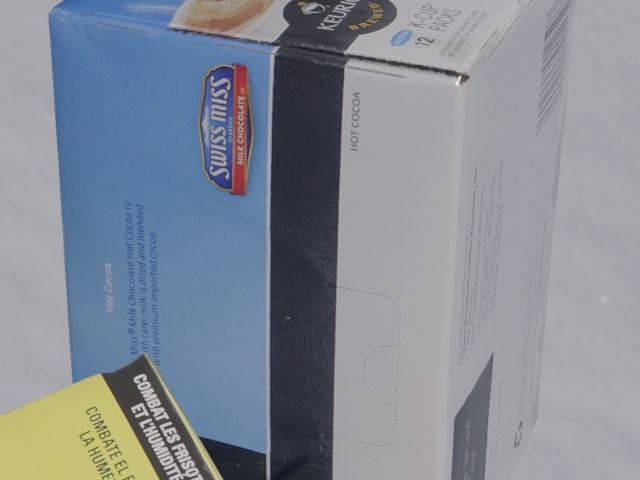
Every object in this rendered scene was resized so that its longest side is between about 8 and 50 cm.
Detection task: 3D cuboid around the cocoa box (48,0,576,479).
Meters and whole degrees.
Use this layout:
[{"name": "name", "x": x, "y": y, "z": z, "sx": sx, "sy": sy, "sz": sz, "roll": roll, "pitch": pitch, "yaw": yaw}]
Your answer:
[{"name": "cocoa box", "x": 0.000, "y": 0.000, "z": 1.050, "sx": 0.228, "sy": 0.231, "sz": 0.347, "roll": 12, "pitch": 122, "yaw": 18}]

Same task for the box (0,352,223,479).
[{"name": "box", "x": -0.131, "y": 0.113, "z": 0.436, "sx": 0.058, "sy": 0.232, "sz": 0.087, "roll": 57, "pitch": 160, "yaw": 32}]
